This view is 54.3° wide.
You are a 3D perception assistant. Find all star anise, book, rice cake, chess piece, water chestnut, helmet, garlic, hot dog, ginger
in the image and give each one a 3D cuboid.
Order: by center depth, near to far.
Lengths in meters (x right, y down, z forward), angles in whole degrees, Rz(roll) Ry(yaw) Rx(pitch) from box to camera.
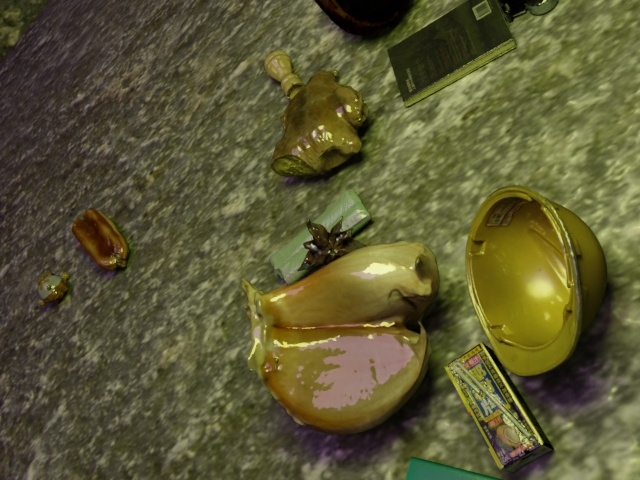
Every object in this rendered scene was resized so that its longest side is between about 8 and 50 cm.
[{"bbox_3d":[0.316,0.049,0.854,0.205,0.140,0.256,133,130,-56],"label":"helmet"},{"bbox_3d":[0.044,0.136,0.980,0.313,0.249,0.286,-13,42,11],"label":"garlic"},{"bbox_3d":[0.030,0.012,1.125,0.056,0.129,0.124,-106,24,-56],"label":"star anise"},{"bbox_3d":[-0.001,0.000,1.191,0.222,0.042,0.080,-40,54,14],"label":"rice cake"},{"bbox_3d":[0.242,-0.370,1.195,0.228,0.024,0.160,-27,54,25],"label":"book"},{"bbox_3d":[0.004,-0.255,1.256,0.219,0.123,0.269,-8,64,38],"label":"ginger"},{"bbox_3d":[0.085,-0.542,1.293,0.223,0.224,0.238,-53,5,5],"label":"water chestnut"},{"bbox_3d":[-0.080,-0.372,1.425,0.066,0.066,0.122,-40,56,16],"label":"chess piece"},{"bbox_3d":[-0.560,-0.003,1.607,0.100,0.068,0.250,-46,49,-7],"label":"hot dog"}]

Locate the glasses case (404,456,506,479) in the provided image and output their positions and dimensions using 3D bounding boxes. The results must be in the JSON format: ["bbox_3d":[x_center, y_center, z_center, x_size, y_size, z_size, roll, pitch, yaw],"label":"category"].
[{"bbox_3d":[0.246,0.373,0.803,0.301,0.070,0.117,1,63,40],"label":"glasses case"}]

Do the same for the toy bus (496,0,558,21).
[{"bbox_3d":[0.429,-0.528,1.049,0.306,0.143,0.178,-18,56,32],"label":"toy bus"}]

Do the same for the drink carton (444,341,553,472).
[{"bbox_3d":[0.246,0.231,0.876,0.071,0.056,0.165,-38,50,14],"label":"drink carton"}]

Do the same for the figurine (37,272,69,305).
[{"bbox_3d":[-0.726,0.119,1.683,0.101,0.068,0.143,-40,33,6],"label":"figurine"}]
